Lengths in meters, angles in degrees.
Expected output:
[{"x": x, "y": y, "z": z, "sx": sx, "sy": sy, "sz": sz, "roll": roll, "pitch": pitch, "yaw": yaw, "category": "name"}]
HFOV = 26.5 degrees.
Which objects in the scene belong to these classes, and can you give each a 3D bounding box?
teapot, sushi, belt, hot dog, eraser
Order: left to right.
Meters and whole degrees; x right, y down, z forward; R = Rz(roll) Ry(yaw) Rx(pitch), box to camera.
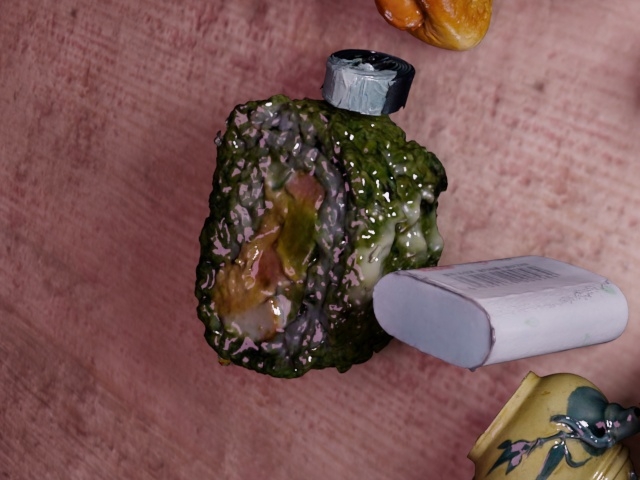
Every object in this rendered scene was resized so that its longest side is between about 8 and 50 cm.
[{"x": 0.000, "y": 0.000, "z": 1.686, "sx": 0.294, "sy": 0.178, "sz": 0.352, "roll": 26, "pitch": 108, "yaw": 41, "category": "sushi"}, {"x": 0.057, "y": -0.195, "z": 1.643, "sx": 0.105, "sy": 0.140, "sz": 0.058, "roll": 18, "pitch": 113, "yaw": 15, "category": "belt"}, {"x": 0.124, "y": -0.349, "z": 1.542, "sx": 0.150, "sy": 0.153, "sz": 0.257, "roll": 21, "pitch": 108, "yaw": 45, "category": "hot dog"}, {"x": 0.193, "y": 0.071, "z": 1.443, "sx": 0.174, "sy": 0.227, "sz": 0.081, "roll": 23, "pitch": 110, "yaw": 44, "category": "eraser"}, {"x": 0.257, "y": 0.248, "z": 1.453, "sx": 0.182, "sy": 0.173, "sz": 0.269, "roll": 36, "pitch": 132, "yaw": 12, "category": "teapot"}]

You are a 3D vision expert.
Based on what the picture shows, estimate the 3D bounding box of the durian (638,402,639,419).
[{"x": 0.396, "y": 0.145, "z": 1.293, "sx": 0.193, "sy": 0.137, "sz": 0.237, "roll": 4, "pitch": 95, "yaw": 49, "category": "durian"}]

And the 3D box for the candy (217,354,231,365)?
[{"x": -0.134, "y": 0.140, "z": 1.961, "sx": 0.023, "sy": 0.025, "sz": 0.083, "roll": 5, "pitch": 88, "yaw": 19, "category": "candy"}]
